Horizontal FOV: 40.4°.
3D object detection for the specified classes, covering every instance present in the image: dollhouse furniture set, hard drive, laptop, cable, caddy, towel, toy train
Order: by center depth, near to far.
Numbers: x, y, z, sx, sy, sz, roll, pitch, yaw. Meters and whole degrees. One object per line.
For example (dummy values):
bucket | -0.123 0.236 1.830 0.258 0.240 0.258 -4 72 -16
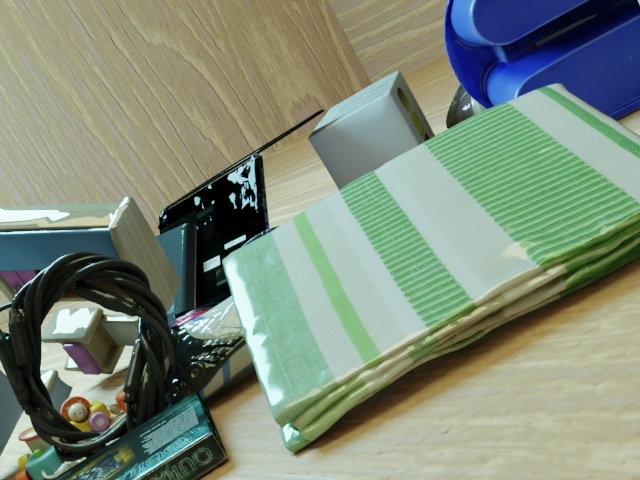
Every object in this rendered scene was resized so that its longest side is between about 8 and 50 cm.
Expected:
towel | 0.087 -0.001 0.657 0.325 0.038 0.248 -30 31 2
cable | -0.199 0.104 0.764 0.150 0.184 0.047 -29 -15 -5
toy train | -0.226 0.173 0.847 0.125 0.046 0.166 -22 12 36
dollhouse furniture set | -0.285 0.145 0.895 0.198 0.286 0.303 -1 48 20
caddy | 0.311 -0.268 0.995 0.341 0.241 0.179 -27 17 11
hard drive | -0.200 0.053 1.159 0.022 0.135 0.094 14 -24 -41
laptop | -0.105 -0.032 1.197 0.136 0.264 0.234 10 -26 -41

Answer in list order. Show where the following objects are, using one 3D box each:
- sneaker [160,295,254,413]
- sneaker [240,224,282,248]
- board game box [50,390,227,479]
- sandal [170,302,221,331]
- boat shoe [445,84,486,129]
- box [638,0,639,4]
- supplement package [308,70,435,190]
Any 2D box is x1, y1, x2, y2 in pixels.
sneaker | -0.068 0.088 0.791 0.237 0.086 0.085 -40 47 2
sneaker | 0.000 0.000 1.031 0.209 0.069 0.082 -26 -8 4
board game box | -0.162 0.187 0.659 0.186 0.026 0.126 -31 11 -9
sandal | -0.133 0.089 1.015 0.179 0.040 0.067 -31 11 -12
boat shoe | 0.264 -0.239 1.368 0.092 0.103 0.285 -18 21 31
box | 0.494 -0.290 0.788 0.345 0.168 0.215 -32 10 -9
supplement package | 0.087 -0.151 1.309 0.134 0.139 0.244 -28 13 16
